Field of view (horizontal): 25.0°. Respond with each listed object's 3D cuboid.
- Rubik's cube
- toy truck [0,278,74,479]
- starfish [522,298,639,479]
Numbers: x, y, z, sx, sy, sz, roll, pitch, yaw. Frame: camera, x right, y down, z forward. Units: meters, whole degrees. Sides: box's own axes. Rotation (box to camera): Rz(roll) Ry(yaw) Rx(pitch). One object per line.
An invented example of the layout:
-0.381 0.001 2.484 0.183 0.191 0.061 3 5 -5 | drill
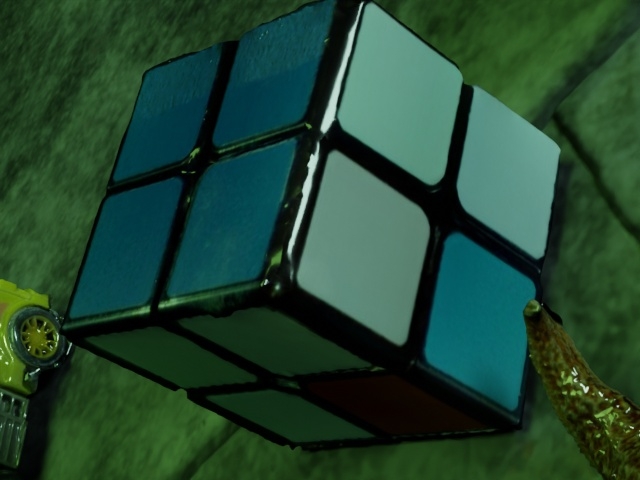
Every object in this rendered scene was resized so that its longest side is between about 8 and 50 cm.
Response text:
0.000 0.001 0.760 0.183 0.180 0.167 -11 56 45 | Rubik's cube
-0.291 0.146 1.031 0.124 0.157 0.272 -24 48 40 | toy truck
0.139 0.083 0.617 0.146 0.074 0.190 25 85 54 | starfish
